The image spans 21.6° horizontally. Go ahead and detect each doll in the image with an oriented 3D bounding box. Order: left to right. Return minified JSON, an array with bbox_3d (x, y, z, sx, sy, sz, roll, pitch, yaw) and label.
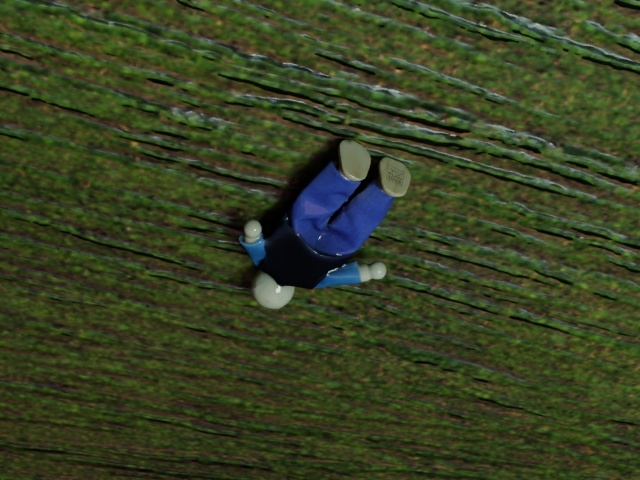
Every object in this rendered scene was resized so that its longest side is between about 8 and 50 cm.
[{"bbox_3d":[0.000,0.000,1.372,0.129,0.046,0.189,22,134,-22],"label":"doll"}]
